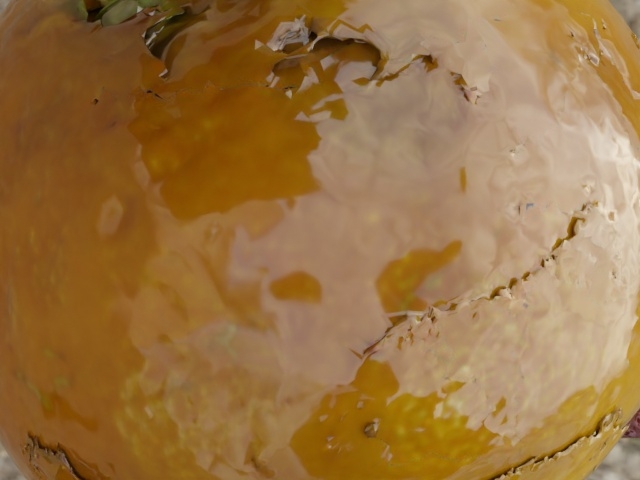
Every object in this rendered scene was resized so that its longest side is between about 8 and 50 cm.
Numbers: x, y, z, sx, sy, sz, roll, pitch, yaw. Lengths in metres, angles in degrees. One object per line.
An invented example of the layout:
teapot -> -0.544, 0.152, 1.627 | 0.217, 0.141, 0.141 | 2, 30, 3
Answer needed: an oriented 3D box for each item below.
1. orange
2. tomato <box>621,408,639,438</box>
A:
orange -> 0.000, 0.000, 0.533 | 0.246, 0.246, 0.246 | -3, 95, -36
tomato -> 0.224, 0.017, 1.050 | 0.200, 0.233, 0.139 | 68, 23, 2
